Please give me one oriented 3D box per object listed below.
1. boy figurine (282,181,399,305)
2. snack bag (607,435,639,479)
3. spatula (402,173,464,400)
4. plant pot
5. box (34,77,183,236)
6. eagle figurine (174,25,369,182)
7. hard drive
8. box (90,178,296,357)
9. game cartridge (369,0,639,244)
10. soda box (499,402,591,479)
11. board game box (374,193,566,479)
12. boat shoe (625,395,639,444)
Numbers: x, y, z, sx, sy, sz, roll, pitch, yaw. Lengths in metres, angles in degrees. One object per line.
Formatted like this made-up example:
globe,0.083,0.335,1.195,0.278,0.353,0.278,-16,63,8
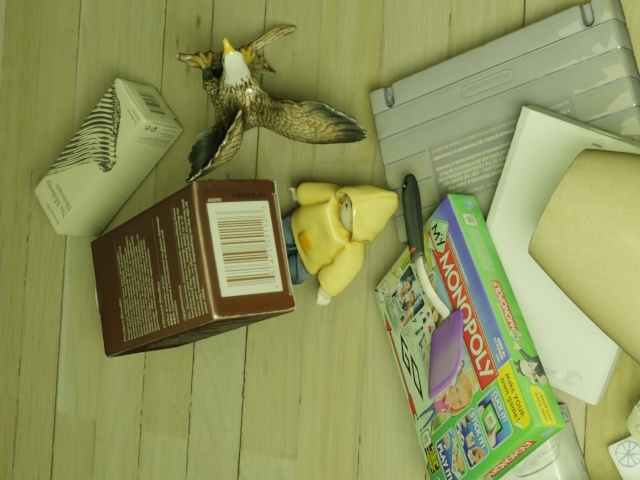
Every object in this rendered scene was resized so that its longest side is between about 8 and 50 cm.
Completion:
boy figurine,0.000,0.000,1.385,0.285,0.092,0.177,-22,74,49
snack bag,0.518,0.317,1.054,0.323,0.037,0.343,-32,69,30
spatula,0.131,0.044,1.211,0.084,0.030,0.297,128,139,-52
plant pot,0.363,0.023,1.012,0.274,0.256,0.257,30,105,18
box,-0.362,-0.136,1.686,0.275,0.094,0.113,-48,62,23
eagle figurine,-0.099,-0.183,1.401,0.226,0.225,0.298,-45,49,16
hard drive,0.291,0.017,1.188,0.203,0.040,0.308,25,112,26
box,-0.199,0.050,1.458,0.381,0.143,0.191,-20,77,52
game cartridge,0.238,-0.141,1.275,0.355,0.068,0.230,-18,81,34
soda box,0.281,0.346,1.190,0.098,0.091,0.286,-23,74,32
board game box,0.168,0.132,1.212,0.213,0.046,0.317,-57,38,44
boat shoe,0.445,0.266,1.040,0.302,0.109,0.094,57,132,35
